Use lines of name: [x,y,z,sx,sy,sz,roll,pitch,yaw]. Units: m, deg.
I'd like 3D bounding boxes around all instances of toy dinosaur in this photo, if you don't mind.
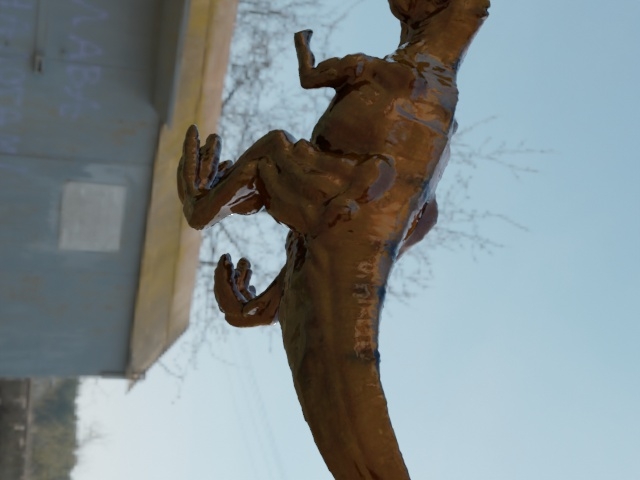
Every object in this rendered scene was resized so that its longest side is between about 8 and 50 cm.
toy dinosaur: [0.000,0.000,0.510,0.208,0.097,0.432,-15,-126,38]
